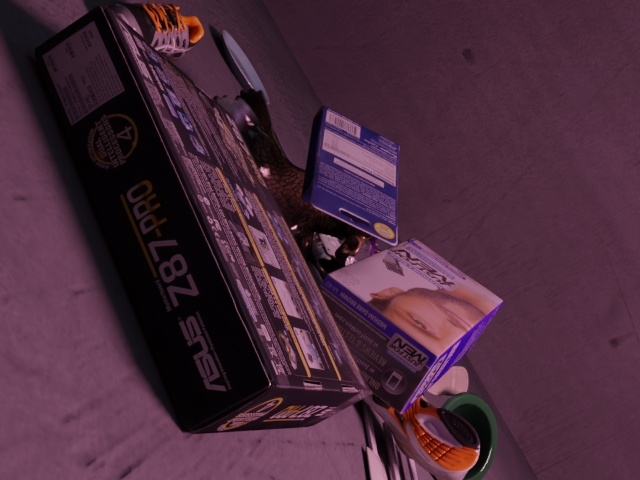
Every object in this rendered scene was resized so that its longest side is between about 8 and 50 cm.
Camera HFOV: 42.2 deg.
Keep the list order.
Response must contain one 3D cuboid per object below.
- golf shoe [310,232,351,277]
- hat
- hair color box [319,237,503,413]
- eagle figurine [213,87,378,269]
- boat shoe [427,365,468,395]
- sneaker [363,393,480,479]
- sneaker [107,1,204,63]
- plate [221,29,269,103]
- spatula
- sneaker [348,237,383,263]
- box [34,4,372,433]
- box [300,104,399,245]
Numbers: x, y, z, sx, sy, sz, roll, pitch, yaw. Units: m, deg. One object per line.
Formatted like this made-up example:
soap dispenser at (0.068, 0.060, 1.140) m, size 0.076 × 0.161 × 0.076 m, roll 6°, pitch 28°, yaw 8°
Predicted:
golf shoe at (0.000, 0.000, 1.465) m, size 0.176 × 0.069 × 0.086 m, roll 56°, pitch 16°, yaw -15°
hat at (0.209, 0.359, 1.539) m, size 0.208 × 0.173 × 0.184 m, roll 40°, pitch -22°, yaw -33°
hair color box at (0.128, 0.108, 1.212) m, size 0.185 × 0.110 × 0.339 m, roll 36°, pitch 24°, yaw 16°
eagle figurine at (-0.048, -0.089, 1.258) m, size 0.298 × 0.225 × 0.226 m, roll 30°, pitch -31°, yaw -4°
boat shoe at (0.198, 0.245, 1.503) m, size 0.206 × 0.065 × 0.075 m, roll 26°, pitch 66°, yaw -51°
sneaker at (0.121, 0.258, 1.225) m, size 0.262 × 0.099 × 0.121 m, roll 49°, pitch -25°, yaw 32°
sneaker at (-0.223, -0.288, 1.118) m, size 0.084 × 0.083 × 0.215 m, roll 61°, pitch 11°, yaw -3°
plate at (-0.171, -0.375, 1.817) m, size 0.188 × 0.024 × 0.188 m, roll 57°, pitch 11°, yaw -17°
spatula at (0.104, 0.328, 1.172) m, size 0.168 × 0.019 × 0.242 m, roll 51°, pitch 11°, yaw -18°
sneaker at (0.134, 0.079, 1.805) m, size 0.223 × 0.098 × 0.083 m, roll 53°, pitch 12°, yaw -35°
box at (-0.105, -0.004, 0.845) m, size 0.394 × 0.097 × 0.318 m, roll 63°, pitch 12°, yaw 17°
box at (0.045, -0.085, 1.152) m, size 0.136 × 0.036 × 0.225 m, roll 26°, pitch 39°, yaw -16°
